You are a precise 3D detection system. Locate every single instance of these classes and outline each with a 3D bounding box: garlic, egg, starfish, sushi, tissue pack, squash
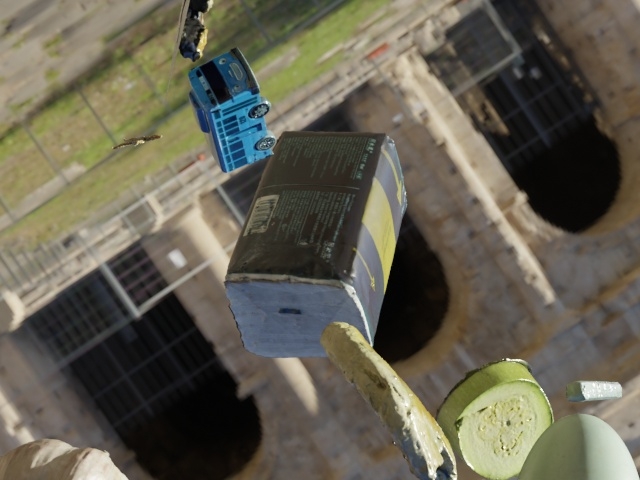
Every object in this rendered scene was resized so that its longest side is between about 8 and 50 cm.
[{"bbox_3d":[-0.288,0.330,1.117,0.219,0.218,0.212,-33,-166,22],"label":"garlic"},{"bbox_3d":[0.430,0.473,1.816,0.230,0.230,0.370,-30,-135,60],"label":"egg"},{"bbox_3d":[-0.286,-0.161,1.740,0.086,0.016,0.092,-6,-172,15],"label":"starfish"},{"bbox_3d":[-0.175,-0.341,1.568,0.279,0.043,0.192,-94,-160,-52],"label":"sushi"},{"bbox_3d":[0.000,0.000,2.087,0.264,0.253,0.416,1,-132,17],"label":"tissue pack"},{"bbox_3d":[0.330,0.330,2.038,0.220,0.220,0.133,-34,-139,0],"label":"squash"}]

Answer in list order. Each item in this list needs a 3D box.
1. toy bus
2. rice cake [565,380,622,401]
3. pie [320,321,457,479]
[{"bbox_3d":[-0.133,-0.189,1.608,0.106,0.090,0.184,-23,152,-8],"label":"toy bus"},{"bbox_3d":[0.446,0.244,1.760,0.033,0.033,0.208,-11,168,31],"label":"rice cake"},{"bbox_3d":[0.105,0.242,1.654,0.075,0.337,0.337,-37,-178,1],"label":"pie"}]
